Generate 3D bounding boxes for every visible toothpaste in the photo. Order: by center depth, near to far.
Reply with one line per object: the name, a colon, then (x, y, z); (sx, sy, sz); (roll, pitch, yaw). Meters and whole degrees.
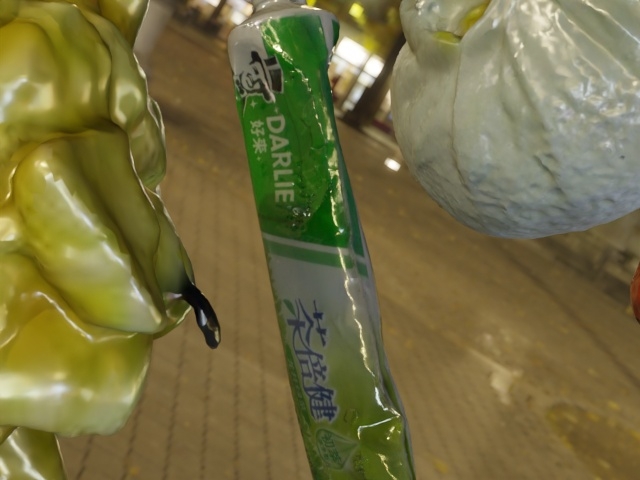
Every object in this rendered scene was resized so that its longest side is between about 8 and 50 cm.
toothpaste: (0.000, 0.000, 0.543); (0.047, 0.248, 0.078); (-6, -6, -31)

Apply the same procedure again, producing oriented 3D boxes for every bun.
bun: (0.200, -0.174, 1.119); (0.211, 0.362, 0.362); (38, 1, -33)

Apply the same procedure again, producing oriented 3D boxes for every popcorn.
popcorn: (-0.120, 0.000, 0.417); (0.169, 0.218, 0.189); (-7, 50, -5)

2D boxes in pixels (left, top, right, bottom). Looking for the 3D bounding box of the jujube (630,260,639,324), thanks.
jujube: (0.279, 0.041, 0.835); (0.112, 0.109, 0.176); (-21, 13, -27)
